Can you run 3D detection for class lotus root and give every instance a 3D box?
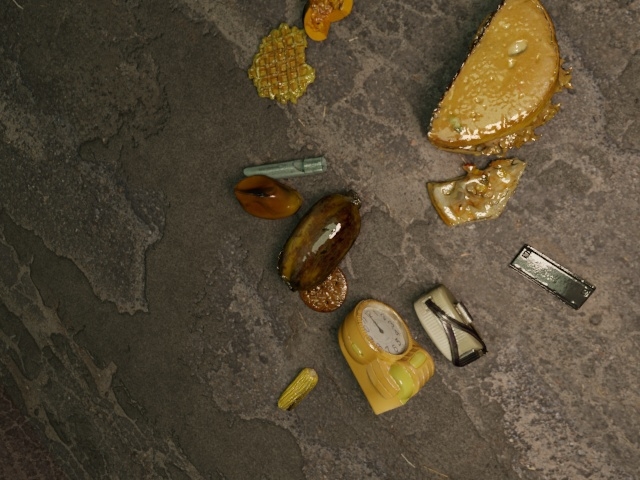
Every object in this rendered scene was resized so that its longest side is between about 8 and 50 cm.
[{"bbox_3d":[0.000,0.000,1.452,0.196,0.179,0.397,41,98,15],"label":"lotus root"}]

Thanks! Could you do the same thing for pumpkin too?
[{"bbox_3d":[0.012,-0.768,1.444,0.183,0.119,0.107,-38,44,13],"label":"pumpkin"}]

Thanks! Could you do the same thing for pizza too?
[{"bbox_3d":[0.489,-0.152,1.327,0.297,0.071,0.189,-18,86,20],"label":"pizza"}]

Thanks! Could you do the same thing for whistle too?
[{"bbox_3d":[-0.129,-0.253,1.554,0.312,0.062,0.062,-4,92,21],"label":"whistle"}]

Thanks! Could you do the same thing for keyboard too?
[{"bbox_3d":[0.690,0.107,1.292,0.230,0.025,0.093,37,106,15],"label":"keyboard"}]

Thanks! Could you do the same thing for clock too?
[{"bbox_3d":[0.193,0.349,1.382,0.200,0.244,0.317,-46,74,32],"label":"clock"}]

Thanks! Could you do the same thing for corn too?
[{"bbox_3d":[-0.084,0.547,1.582,0.072,0.072,0.203,43,108,13],"label":"corn"}]

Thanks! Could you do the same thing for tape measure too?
[{"bbox_3d":[0.405,0.267,1.298,0.133,0.231,0.271,-34,81,17],"label":"tape measure"}]

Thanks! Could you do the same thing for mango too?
[{"bbox_3d":[-0.180,-0.148,1.534,0.236,0.166,0.136,10,56,15],"label":"mango"}]

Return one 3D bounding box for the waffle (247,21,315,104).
[{"bbox_3d":[-0.127,-0.621,1.536,0.291,0.051,0.291,1,92,20],"label":"waffle"}]

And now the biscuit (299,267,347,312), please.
[{"bbox_3d":[0.008,0.166,1.546,0.188,0.027,0.187,1,93,20],"label":"biscuit"}]

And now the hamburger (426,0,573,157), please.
[{"bbox_3d":[0.513,-0.401,1.197,0.287,0.268,0.445,35,100,17],"label":"hamburger"}]
